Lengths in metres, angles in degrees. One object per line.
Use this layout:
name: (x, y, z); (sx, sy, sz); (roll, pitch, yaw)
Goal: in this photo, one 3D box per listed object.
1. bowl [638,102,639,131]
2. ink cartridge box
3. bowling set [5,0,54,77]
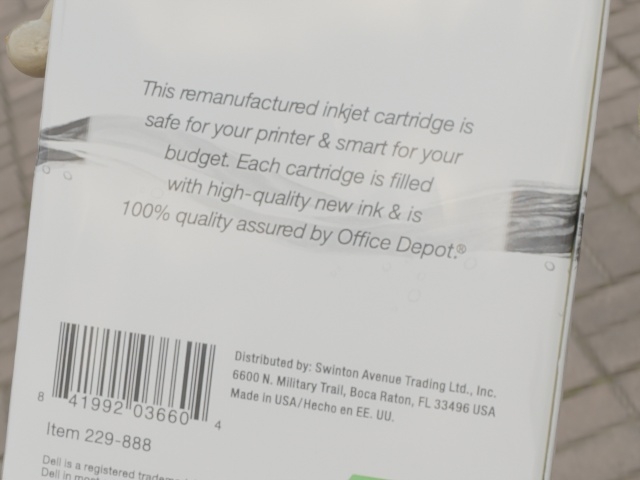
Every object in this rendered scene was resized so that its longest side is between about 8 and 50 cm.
bowl: (0.236, -0.014, 0.796); (0.080, 0.170, 0.170); (-24, 33, -1)
ink cartridge box: (0.000, 0.000, 0.626); (0.211, 0.289, 0.121); (8, 3, 10)
bowling set: (-0.051, -0.097, 1.041); (0.287, 0.200, 0.154); (24, 70, 44)
